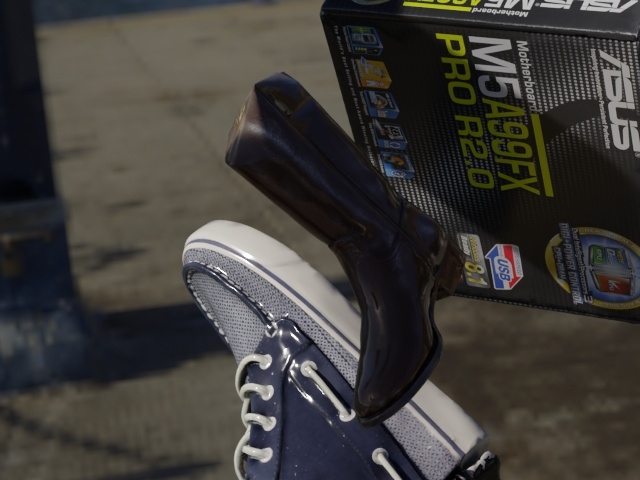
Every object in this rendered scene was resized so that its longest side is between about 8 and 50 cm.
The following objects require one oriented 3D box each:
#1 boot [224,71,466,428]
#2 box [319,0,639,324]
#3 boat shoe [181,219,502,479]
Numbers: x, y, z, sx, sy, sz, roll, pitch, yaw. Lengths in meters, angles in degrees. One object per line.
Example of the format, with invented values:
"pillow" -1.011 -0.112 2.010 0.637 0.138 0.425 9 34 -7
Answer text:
"boot" 0.000 0.000 0.713 0.037 0.114 0.106 -29 25 34
"box" 0.132 -0.063 1.296 0.216 0.270 0.060 9 50 24
"boat shoe" -0.027 0.128 1.521 0.158 0.127 0.340 -38 61 -26
